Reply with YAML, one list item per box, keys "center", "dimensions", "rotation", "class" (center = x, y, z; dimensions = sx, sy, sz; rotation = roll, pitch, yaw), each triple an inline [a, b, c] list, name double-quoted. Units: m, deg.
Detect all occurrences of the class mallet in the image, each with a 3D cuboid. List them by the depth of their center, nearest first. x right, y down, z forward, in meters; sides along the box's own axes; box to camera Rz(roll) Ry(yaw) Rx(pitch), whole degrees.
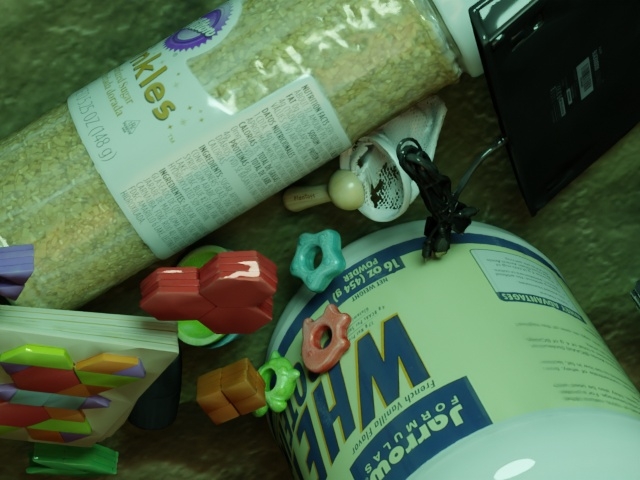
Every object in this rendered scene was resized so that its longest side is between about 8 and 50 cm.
- center: [-0.183, 0.090, 1.305]
  dimensions: [0.189, 0.039, 0.062]
  rotation: [5, 122, -18]
  class: "mallet"

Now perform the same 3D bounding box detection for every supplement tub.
- center: [0.110, 0.160, 1.271]
  dimensions: [0.235, 0.325, 0.235]
  rotation: [-9, 125, -14]
  class: "supplement tub"

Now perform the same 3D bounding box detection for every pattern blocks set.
- center: [-0.171, 0.085, 1.199]
  dimensions: [0.285, 0.026, 0.325]
  rotation: [2, 153, -9]
  class: "pattern blocks set"

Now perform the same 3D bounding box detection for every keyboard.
- center: [0.123, -0.082, 1.193]
  dimensions: [0.201, 0.033, 0.317]
  rotation: [-41, 160, -3]
  class: "keyboard"

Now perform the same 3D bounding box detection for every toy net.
- center: [0.000, 0.000, 1.253]
  dimensions: [0.045, 0.122, 0.232]
  rotation: [20, 118, -48]
  class: "toy net"

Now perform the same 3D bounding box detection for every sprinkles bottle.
- center: [-0.048, -0.082, 1.180]
  dimensions: [0.355, 0.121, 0.121]
  rotation: [-31, 127, 3]
  class: "sprinkles bottle"

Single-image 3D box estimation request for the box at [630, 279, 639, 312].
- center: [0.391, 0.041, 1.392]
  dimensions: [0.295, 0.073, 0.293]
  rotation: [-32, 148, 6]
  class: "box"
